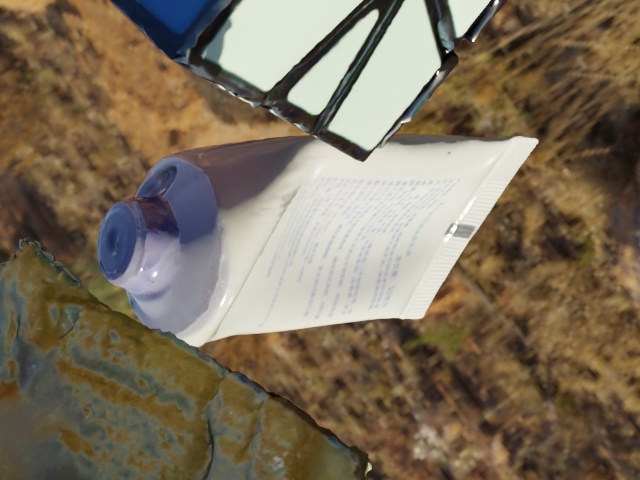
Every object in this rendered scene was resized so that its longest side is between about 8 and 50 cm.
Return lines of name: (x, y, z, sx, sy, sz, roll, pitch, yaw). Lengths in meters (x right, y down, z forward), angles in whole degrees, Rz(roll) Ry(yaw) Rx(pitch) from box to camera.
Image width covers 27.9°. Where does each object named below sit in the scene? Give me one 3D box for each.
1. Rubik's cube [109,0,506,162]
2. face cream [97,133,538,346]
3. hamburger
Rubik's cube: (-0.024, -0.257, 0.812, 0.283, 0.288, 0.293, 42, -173, 21)
face cream: (0.000, 0.000, 1.113, 0.137, 0.420, 0.235, 51, 126, 34)
hamburger: (-0.110, 0.144, 0.615, 0.308, 0.211, 0.132, 30, 156, 30)
